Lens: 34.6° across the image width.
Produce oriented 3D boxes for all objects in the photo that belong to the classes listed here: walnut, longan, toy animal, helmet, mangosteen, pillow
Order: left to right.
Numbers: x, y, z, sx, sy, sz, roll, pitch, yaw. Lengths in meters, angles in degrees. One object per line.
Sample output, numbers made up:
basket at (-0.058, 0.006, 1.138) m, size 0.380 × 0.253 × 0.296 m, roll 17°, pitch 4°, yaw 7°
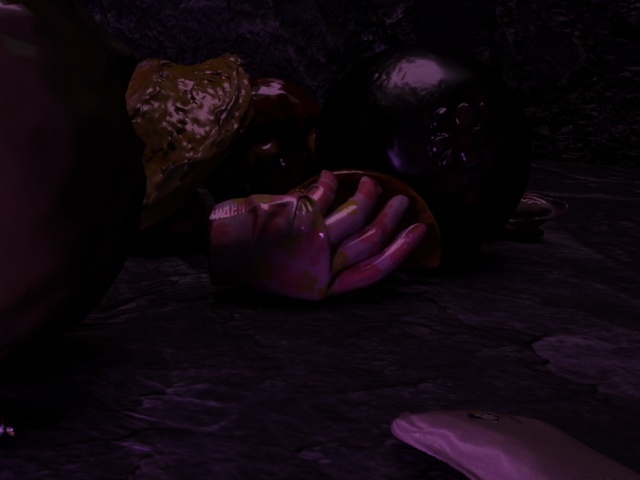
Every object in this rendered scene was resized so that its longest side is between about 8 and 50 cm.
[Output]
longan at (-0.314, -0.079, 0.785) m, size 0.391 × 0.391 × 0.391 m, roll 3°, pitch 10°, yaw 0°
helmet at (-0.198, -0.035, 1.492) m, size 0.084 × 0.049 × 0.065 m, roll -21°, pitch 31°, yaw 31°
walnut at (-0.068, -0.142, 1.591) m, size 0.243 × 0.222 × 0.269 m, roll -13°, pitch 8°, yaw -4°
mangosteen at (0.140, -0.115, 1.382) m, size 0.296 × 0.297 × 0.313 m, roll 5°, pitch -2°, yaw 13°
toy animal at (0.297, -0.042, 1.593) m, size 0.188 × 0.089 × 0.179 m, roll 1°, pitch -6°, yaw 23°
pillow at (0.138, 0.143, 0.634) m, size 0.130 × 0.038 × 0.232 m, roll 2°, pitch 8°, yaw -19°

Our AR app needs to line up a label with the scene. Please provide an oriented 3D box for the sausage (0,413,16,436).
sausage at (-0.331, 0.112, 0.694) m, size 0.269 × 0.033 × 0.033 m, roll 5°, pitch 11°, yaw 10°

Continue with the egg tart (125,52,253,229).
egg tart at (-0.244, -0.144, 1.414) m, size 0.132 × 0.341 × 0.341 m, roll 48°, pitch -14°, yaw -29°

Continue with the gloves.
gloves at (0.001, 0.004, 1.126) m, size 0.241 × 0.145 × 0.126 m, roll -2°, pitch 20°, yaw -2°

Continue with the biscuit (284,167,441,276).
biscuit at (0.030, -0.018, 1.205) m, size 0.224 × 0.145 × 0.033 m, roll -6°, pitch 25°, yaw -7°
